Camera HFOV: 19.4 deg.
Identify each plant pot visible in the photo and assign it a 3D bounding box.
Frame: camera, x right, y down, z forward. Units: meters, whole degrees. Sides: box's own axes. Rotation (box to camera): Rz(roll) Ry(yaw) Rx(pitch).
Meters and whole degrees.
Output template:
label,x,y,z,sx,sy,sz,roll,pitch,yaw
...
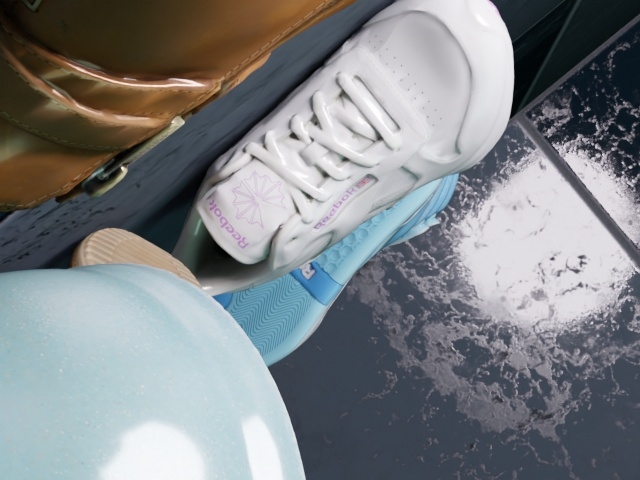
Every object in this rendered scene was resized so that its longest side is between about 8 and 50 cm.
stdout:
label,x,y,z,sx,sy,sz,roll,pitch,yaw
plant pot,-0.176,0.150,0.884,0.196,0.293,0.293,6,141,-46

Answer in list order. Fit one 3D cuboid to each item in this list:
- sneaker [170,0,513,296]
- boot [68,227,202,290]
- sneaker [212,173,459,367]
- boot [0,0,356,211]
label,x,y,z,sx,sy,sz,roll,pitch,yaw
sneaker,0.011,-0.049,1.217,0.152,0.114,0.305,-36,175,-48
boot,-0.160,0.114,1.129,0.207,0.090,0.248,-56,-169,19
sneaker,0.000,0.000,1.579,0.319,0.127,0.208,-40,174,15
boot,-0.005,-0.095,0.616,0.220,0.109,0.283,-42,173,22
